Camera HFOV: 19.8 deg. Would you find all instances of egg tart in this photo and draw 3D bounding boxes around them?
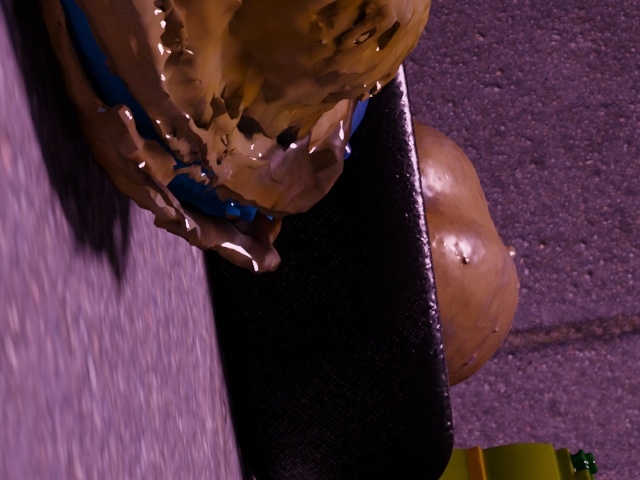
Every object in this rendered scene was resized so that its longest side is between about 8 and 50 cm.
[{"bbox_3d":[-0.016,-0.131,0.575,0.291,0.107,0.290,-8,90,-73],"label":"egg tart"}]

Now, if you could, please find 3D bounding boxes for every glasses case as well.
[{"bbox_3d":[0.000,0.000,0.856,0.067,0.103,0.266,-86,168,-78],"label":"glasses case"}]

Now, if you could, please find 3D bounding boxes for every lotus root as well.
[{"bbox_3d":[0.037,0.010,1.125,0.342,0.152,0.169,46,20,-77],"label":"lotus root"}]

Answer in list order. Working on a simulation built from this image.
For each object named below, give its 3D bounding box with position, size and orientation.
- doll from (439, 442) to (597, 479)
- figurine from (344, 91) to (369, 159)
[{"bbox_3d":[0.067,0.154,1.019,0.106,0.186,0.134,-93,-169,-62],"label":"doll"},{"bbox_3d":[-0.034,-0.096,0.751,0.086,0.087,0.149,-87,161,-61],"label":"figurine"}]
